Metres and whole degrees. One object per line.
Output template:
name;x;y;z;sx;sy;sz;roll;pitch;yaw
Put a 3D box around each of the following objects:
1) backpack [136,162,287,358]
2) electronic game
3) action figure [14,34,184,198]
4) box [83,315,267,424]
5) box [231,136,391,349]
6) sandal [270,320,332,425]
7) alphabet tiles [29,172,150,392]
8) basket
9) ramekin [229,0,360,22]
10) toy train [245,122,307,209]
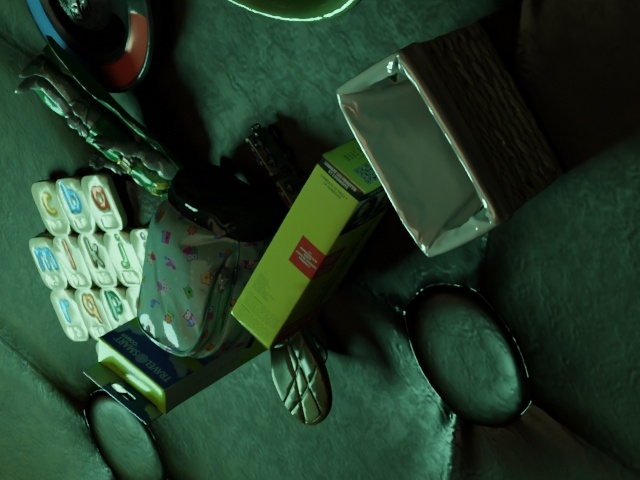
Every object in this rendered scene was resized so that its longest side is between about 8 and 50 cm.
backpack;-0.114;0.028;1.902;0.152;0.115;0.182;34;120;42
electronic game;-0.243;-0.260;1.940;0.229;0.048;0.229;30;135;35
action figure;-0.218;-0.107;1.978;0.232;0.063;0.137;39;161;0
box;-0.149;0.113;1.977;0.109;0.178;0.042;35;138;31
box;0.000;0.000;1.762;0.058;0.087;0.232;45;132;14
sandal;-0.023;0.101;1.934;0.072;0.049;0.180;-36;70;45
alphabet tiles;-0.240;0.052;2.183;0.284;0.021;0.278;-4;112;52
basket;0.111;-0.089;1.579;0.113;0.103;0.167;-28;93;55
ramekin;-0.042;-0.334;1.489;0.303;0.148;0.303;31;153;17
toy train;-0.024;-0.046;1.844;0.158;0.027;0.036;57;156;3
